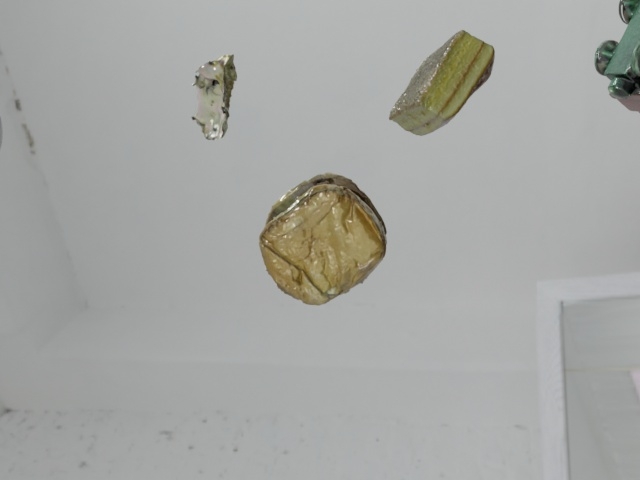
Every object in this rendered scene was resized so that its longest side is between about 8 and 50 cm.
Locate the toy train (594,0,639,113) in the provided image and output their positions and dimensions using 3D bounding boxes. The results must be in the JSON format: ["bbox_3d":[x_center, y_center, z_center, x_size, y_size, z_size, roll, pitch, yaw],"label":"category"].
[{"bbox_3d":[0.773,-0.444,1.561,0.304,0.222,0.150,-64,29,1],"label":"toy train"}]

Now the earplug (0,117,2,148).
[{"bbox_3d":[-0.730,-0.206,1.258,0.325,0.214,0.175,11,-79,-78],"label":"earplug"}]

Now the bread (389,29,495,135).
[{"bbox_3d":[0.255,-0.320,1.432,0.184,0.111,0.234,-57,9,-3],"label":"bread"}]

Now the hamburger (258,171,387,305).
[{"bbox_3d":[0.000,-0.001,1.505,0.259,0.283,0.144,57,-168,-8],"label":"hamburger"}]

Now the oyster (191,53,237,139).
[{"bbox_3d":[-0.228,-0.318,1.502,0.072,0.133,0.209,-24,-52,-35],"label":"oyster"}]
